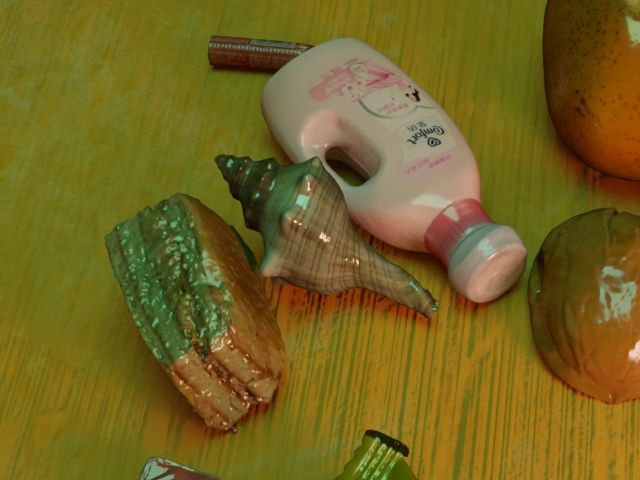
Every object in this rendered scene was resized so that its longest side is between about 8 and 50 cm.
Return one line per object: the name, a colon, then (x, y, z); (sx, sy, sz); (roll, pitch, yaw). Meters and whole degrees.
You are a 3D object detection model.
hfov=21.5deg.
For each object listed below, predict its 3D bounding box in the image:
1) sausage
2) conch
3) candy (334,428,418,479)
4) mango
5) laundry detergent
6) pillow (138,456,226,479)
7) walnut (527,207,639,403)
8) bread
sausage: (-0.057, -0.203, 1.839); (0.129, 0.034, 0.034); (6, 51, 10)
conch: (-0.013, 0.003, 1.611); (0.114, 0.234, 0.137); (-40, 15, -8)
candy: (0.114, 0.288, 1.375); (0.297, 0.081, 0.187); (25, 58, 24)
mango: (0.306, -0.196, 1.702); (0.160, 0.191, 0.290); (-5, 44, -8)
laundry detergent: (0.078, -0.070, 1.678); (0.159, 0.088, 0.335); (-30, 54, -14)
pillow: (-0.131, 0.296, 1.419); (0.126, 0.043, 0.232); (13, 53, 15)
walnut: (0.279, 0.042, 1.564); (0.167, 0.087, 0.211); (3, 51, 4)
bread: (-0.108, 0.062, 1.549); (0.102, 0.138, 0.196); (-32, 50, 12)
